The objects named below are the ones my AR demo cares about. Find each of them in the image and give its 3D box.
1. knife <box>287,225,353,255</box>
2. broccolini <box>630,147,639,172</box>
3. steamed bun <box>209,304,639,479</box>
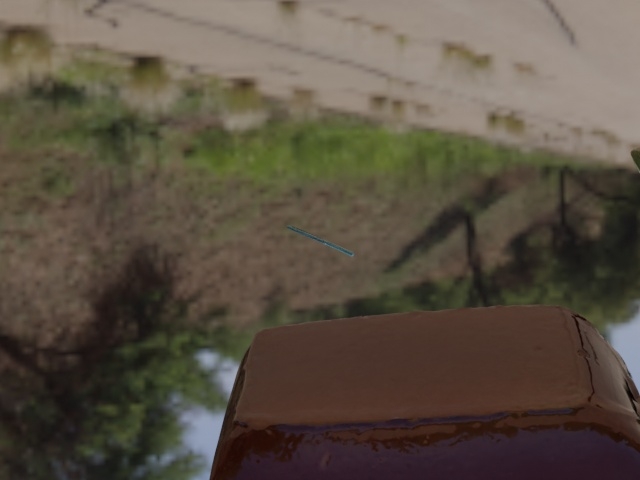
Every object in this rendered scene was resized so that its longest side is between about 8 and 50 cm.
[{"bbox_3d":[0.000,0.000,1.815,0.091,0.005,0.014,24,-172,-17],"label":"knife"},{"bbox_3d":[0.450,-0.196,1.484,0.392,0.074,0.079,-43,-167,22],"label":"broccolini"},{"bbox_3d":[0.101,0.213,1.335,0.379,0.248,0.235,-4,-156,5],"label":"steamed bun"}]
